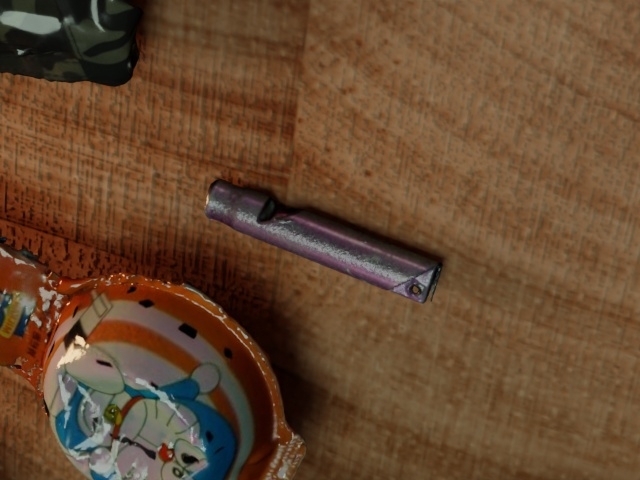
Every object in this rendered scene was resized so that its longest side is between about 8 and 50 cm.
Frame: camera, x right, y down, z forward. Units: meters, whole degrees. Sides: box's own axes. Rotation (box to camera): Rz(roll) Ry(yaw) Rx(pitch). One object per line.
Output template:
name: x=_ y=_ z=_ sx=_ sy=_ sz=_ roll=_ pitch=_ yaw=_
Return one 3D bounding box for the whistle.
whistle: x=0.000 y=0.000 z=1.320 sx=0.176 sy=0.033 sz=0.033 roll=21 pitch=125 yaw=10

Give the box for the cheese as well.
cheese: x=-0.160 y=0.091 z=1.385 sx=0.329 sy=0.129 sz=0.217 roll=32 pitch=125 yaw=4

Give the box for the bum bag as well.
bum bag: x=-0.283 y=-0.180 z=1.300 sx=0.340 sy=0.095 sz=0.144 roll=9 pitch=137 yaw=20
